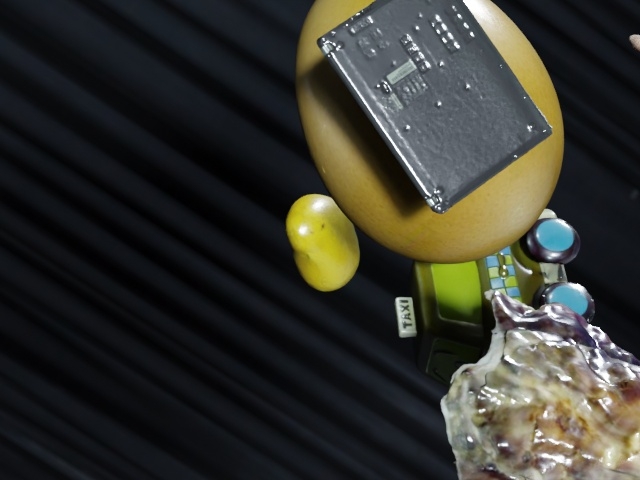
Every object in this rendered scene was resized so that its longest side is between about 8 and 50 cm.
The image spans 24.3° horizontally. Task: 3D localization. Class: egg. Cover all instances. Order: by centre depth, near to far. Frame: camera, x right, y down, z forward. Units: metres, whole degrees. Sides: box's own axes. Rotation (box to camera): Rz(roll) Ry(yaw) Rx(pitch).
[{"bbox_3d":[0.104,-0.131,1.497,0.250,0.322,0.250,-29,-11,-6],"label":"egg"}]

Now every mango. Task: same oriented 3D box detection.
[{"bbox_3d":[0.000,0.000,1.706,0.161,0.076,0.103,51,-144,-67],"label":"mango"}]

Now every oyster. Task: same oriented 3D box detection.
[{"bbox_3d":[0.232,0.165,1.219,0.100,0.271,0.275,104,168,-67],"label":"oyster"}]

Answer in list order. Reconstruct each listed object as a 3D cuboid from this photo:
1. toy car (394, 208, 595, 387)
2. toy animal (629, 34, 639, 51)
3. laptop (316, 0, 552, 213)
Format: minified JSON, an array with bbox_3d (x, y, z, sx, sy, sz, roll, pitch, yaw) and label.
[{"bbox_3d":[0.183,0.089,1.652,0.204,0.198,0.248,97,167,-55],"label":"toy car"},{"bbox_3d":[0.476,-0.222,1.944,0.089,0.150,0.083,-60,26,-9],"label":"toy animal"},{"bbox_3d":[0.097,-0.128,1.250,0.129,0.180,0.016,-35,2,-10],"label":"laptop"}]
